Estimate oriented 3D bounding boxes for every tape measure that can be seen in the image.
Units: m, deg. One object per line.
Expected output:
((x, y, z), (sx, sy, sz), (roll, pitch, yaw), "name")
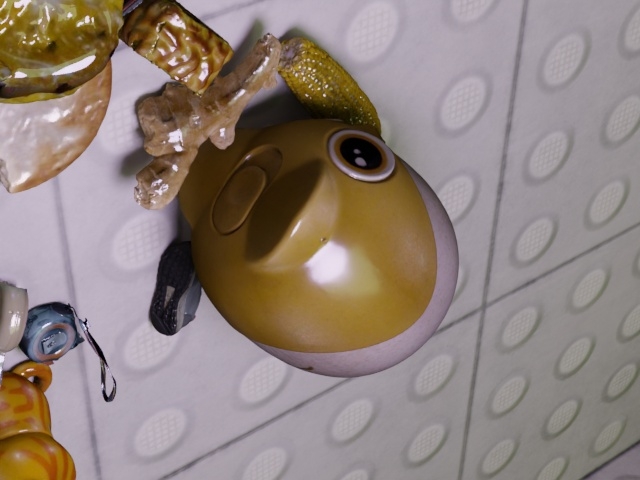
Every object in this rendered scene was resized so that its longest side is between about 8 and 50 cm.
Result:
((-0.410, 0.189, 2.037), (0.107, 0.180, 0.104), (-28, 154, -26), "tape measure")

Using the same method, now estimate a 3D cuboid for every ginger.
((-0.186, -0.197, 1.970), (0.334, 0.081, 0.148), (-41, 97, -10), "ginger")

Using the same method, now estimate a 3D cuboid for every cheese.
((-0.502, 0.147, 1.972), (0.048, 0.092, 0.171), (10, 108, -32), "cheese")

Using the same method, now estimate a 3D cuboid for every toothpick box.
((0.000, 0.000, 2.082), (0.409, 0.409, 0.425), (-51, 134, 3), "toothpick box")

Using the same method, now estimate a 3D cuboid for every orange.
((-0.370, -0.353, 1.559), (0.271, 0.210, 0.368), (13, 105, -22), "orange")

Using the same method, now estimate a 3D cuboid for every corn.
((0.021, -0.244, 2.144), (0.101, 0.101, 0.310), (-46, 140, -4), "corn")

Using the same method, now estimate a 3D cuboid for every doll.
((-0.491, 0.332, 2.020), (0.162, 0.269, 0.167), (-36, 146, 12), "doll")

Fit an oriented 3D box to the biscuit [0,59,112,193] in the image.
((-0.394, -0.222, 1.798), (0.205, 0.040, 0.309), (-26, 137, -27), "biscuit")

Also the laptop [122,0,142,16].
((-0.259, -0.361, 1.664), (0.207, 0.154, 0.026), (-35, 143, 24), "laptop")

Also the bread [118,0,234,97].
((-0.228, -0.296, 1.752), (0.096, 0.222, 0.181), (-54, 138, 4), "bread")

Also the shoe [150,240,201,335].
((-0.238, 0.077, 2.192), (0.077, 0.074, 0.194), (-21, 138, -48), "shoe")
